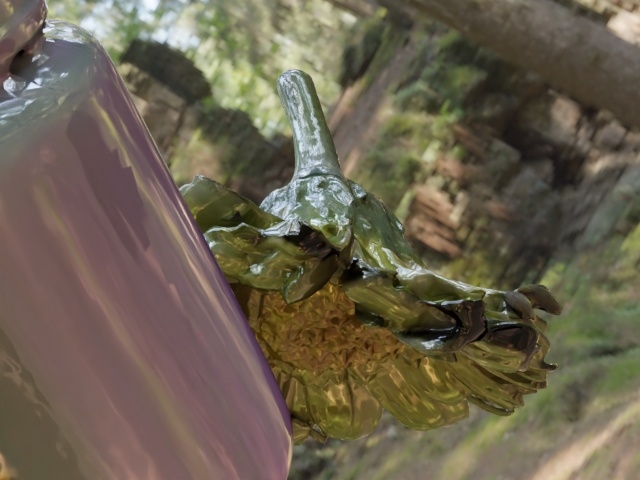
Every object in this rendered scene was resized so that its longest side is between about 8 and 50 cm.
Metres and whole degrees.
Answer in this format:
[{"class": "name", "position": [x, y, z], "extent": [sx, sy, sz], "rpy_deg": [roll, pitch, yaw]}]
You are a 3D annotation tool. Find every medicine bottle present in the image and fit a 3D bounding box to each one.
[{"class": "medicine bottle", "position": [-0.120, 0.004, 0.417], "extent": [0.152, 0.152, 0.255], "rpy_deg": [-48, -57, -39]}]

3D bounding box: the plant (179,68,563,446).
[{"class": "plant", "position": [0.032, 0.026, 0.804], "extent": [0.306, 0.261, 0.297], "rpy_deg": [77, -145, -53]}]
